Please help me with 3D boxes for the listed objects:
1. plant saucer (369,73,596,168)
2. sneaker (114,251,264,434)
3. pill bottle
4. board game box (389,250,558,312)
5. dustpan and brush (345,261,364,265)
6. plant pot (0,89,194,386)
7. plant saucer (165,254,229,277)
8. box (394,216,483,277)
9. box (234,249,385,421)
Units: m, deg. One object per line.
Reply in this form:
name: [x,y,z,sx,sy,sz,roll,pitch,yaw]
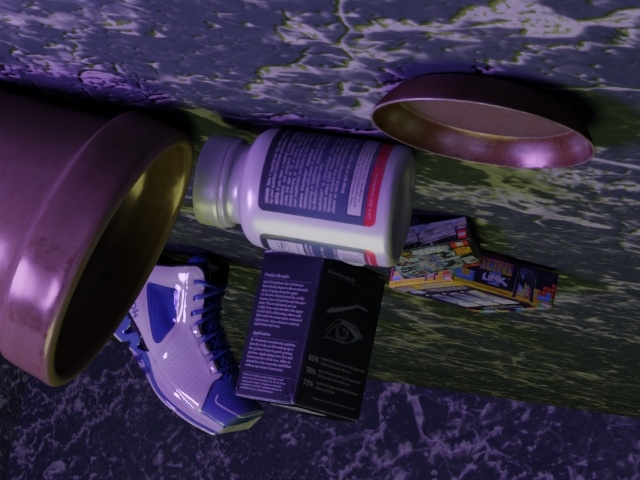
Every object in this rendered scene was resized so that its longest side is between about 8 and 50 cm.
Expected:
plant saucer: [0.122,-0.089,1.046,0.168,0.029,0.168,12,170,2]
sneaker: [-0.187,0.123,2.074,0.315,0.182,0.127,46,-161,18]
pill bottle: [-0.014,-0.042,1.237,0.180,0.108,0.108,9,170,12]
board game box: [0.182,0.048,1.711,0.141,0.048,0.170,17,169,-21]
dustpan and brush: [0.000,0.000,1.598,0.147,0.060,0.211,1,167,44]
plant pot: [-0.275,-0.030,1.288,0.229,0.263,0.263,26,171,5]
plant saucer: [-0.247,0.054,2.269,0.198,0.036,0.198,10,170,2]
box: [0.122,0.009,1.534,0.093,0.027,0.137,-11,166,11]
box: [-0.011,0.130,1.926,0.108,0.207,0.153,4,167,39]
